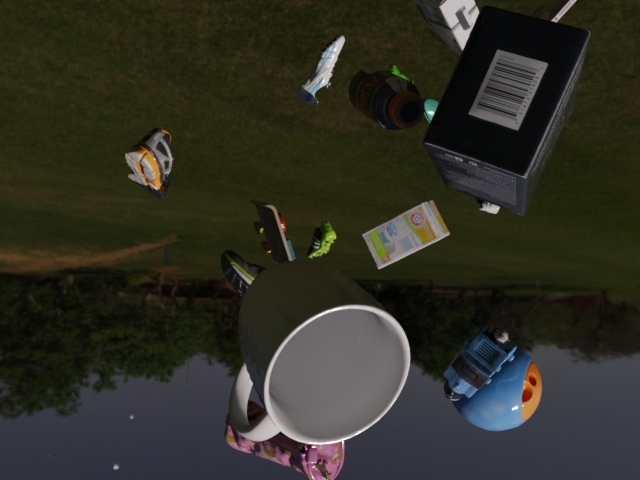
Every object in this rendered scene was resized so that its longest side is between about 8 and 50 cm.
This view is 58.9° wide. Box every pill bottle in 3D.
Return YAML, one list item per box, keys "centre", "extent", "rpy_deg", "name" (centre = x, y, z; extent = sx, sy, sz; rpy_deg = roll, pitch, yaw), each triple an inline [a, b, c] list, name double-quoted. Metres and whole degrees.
- centre: [0.173, -0.361, 1.453]
  extent: [0.130, 0.130, 0.245]
  rpy_deg: [4, -156, -22]
  name: "pill bottle"

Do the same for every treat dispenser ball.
- centre: [0.546, 0.450, 1.791]
  extent: [0.288, 0.288, 0.288]
  rpy_deg: [2, 177, 0]
  name: "treat dispenser ball"

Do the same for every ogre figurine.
- centre: [0.235, -0.480, 1.800]
  extent: [0.118, 0.197, 0.097]
  rpy_deg: [48, 160, -26]
  name: "ogre figurine"

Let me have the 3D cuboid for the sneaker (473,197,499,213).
- centre: [0.500, -0.146, 1.749]
  extent: [0.061, 0.152, 0.053]
  rpy_deg: [5, 133, -16]
  name: "sneaker"

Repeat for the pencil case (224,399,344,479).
- centre: [-0.113, 0.576, 1.644]
  extent: [0.386, 0.167, 0.160]
  rpy_deg: [1, -158, 44]
  name: "pencil case"

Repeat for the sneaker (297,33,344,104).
- centre: [0.015, -0.545, 1.809]
  extent: [0.086, 0.237, 0.085]
  rpy_deg: [30, -158, -10]
  name: "sneaker"

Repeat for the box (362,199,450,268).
- centre: [0.239, -0.018, 1.584]
  extent: [0.203, 0.114, 0.103]
  rpy_deg: [-28, 175, 29]
  name: "box"

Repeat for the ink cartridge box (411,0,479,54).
- centre: [0.423, -0.765, 1.887]
  extent: [0.273, 0.114, 0.197]
  rpy_deg: [36, -169, -51]
  name: "ink cartridge box"

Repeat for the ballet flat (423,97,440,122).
- centre: [0.440, -0.426, 2.006]
  extent: [0.087, 0.083, 0.247]
  rpy_deg: [-1, 153, 33]
  name: "ballet flat"

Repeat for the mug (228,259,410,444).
- centre: [-0.053, 0.219, 1.111]
  extent: [0.276, 0.374, 0.328]
  rpy_deg: [35, -177, -29]
  name: "mug"

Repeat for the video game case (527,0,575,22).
- centre: [0.763, -0.767, 1.965]
  extent: [0.023, 0.183, 0.201]
  rpy_deg: [47, 169, -21]
  name: "video game case"

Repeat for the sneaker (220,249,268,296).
- centre: [-0.130, 0.114, 1.496]
  extent: [0.300, 0.121, 0.111]
  rpy_deg: [37, 150, -5]
  name: "sneaker"

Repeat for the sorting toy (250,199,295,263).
- centre: [-0.148, -0.024, 1.751]
  extent: [0.041, 0.229, 0.307]
  rpy_deg: [-25, -165, -16]
  name: "sorting toy"

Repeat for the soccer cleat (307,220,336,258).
- centre: [0.000, 0.000, 1.731]
  extent: [0.060, 0.072, 0.179]
  rpy_deg: [-11, 160, -26]
  name: "soccer cleat"

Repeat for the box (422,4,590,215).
- centre: [0.399, -0.254, 1.220]
  extent: [0.212, 0.293, 0.395]
  rpy_deg: [24, 180, 21]
  name: "box"

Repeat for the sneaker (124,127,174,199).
- centre: [-0.321, -0.145, 1.103]
  extent: [0.084, 0.083, 0.215]
  rpy_deg: [32, 161, -7]
  name: "sneaker"

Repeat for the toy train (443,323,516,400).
- centre: [0.273, 0.223, 1.010]
  extent: [0.105, 0.080, 0.184]
  rpy_deg: [-34, 157, -33]
  name: "toy train"
